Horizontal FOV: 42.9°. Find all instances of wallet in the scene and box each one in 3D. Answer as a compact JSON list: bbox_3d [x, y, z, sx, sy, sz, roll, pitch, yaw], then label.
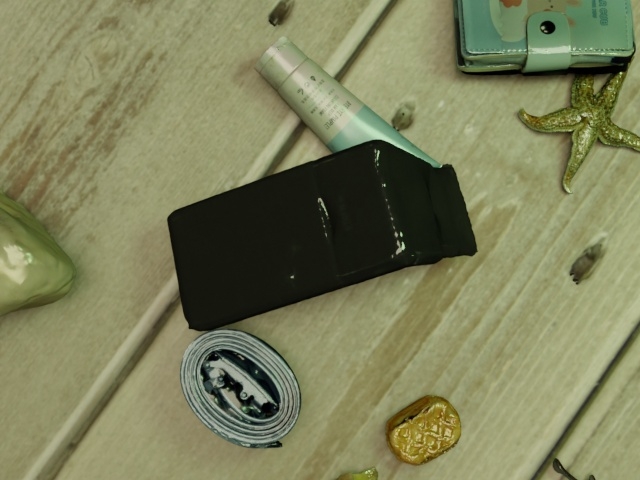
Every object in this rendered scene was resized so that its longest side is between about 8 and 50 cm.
[{"bbox_3d":[0.322,-0.324,1.184,0.250,0.075,0.176,-1,71,2],"label":"wallet"}]

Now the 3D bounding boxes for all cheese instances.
[{"bbox_3d":[-0.474,0.047,1.144,0.248,0.173,0.251,22,86,13],"label":"cheese"}]

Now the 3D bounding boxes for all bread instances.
[{"bbox_3d":[0.148,0.273,1.163,0.111,0.044,0.083,-30,86,-3],"label":"bread"}]

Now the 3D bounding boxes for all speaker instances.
[{"bbox_3d":[0.000,0.000,1.137,0.388,0.184,0.180,-18,76,20],"label":"speaker"}]

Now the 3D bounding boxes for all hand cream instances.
[{"bbox_3d":[0.040,-0.172,1.204,0.312,0.070,0.111,45,87,-3],"label":"hand cream"}]

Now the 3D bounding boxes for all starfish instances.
[{"bbox_3d":[0.402,-0.174,1.193,0.217,0.050,0.223,18,91,-4],"label":"starfish"}]

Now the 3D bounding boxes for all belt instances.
[{"bbox_3d":[-0.109,0.211,1.161,0.190,0.082,0.141,40,85,6],"label":"belt"}]

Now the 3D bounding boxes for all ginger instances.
[{"bbox_3d":[0.023,0.369,1.163,0.137,0.044,0.057,-34,103,1],"label":"ginger"}]

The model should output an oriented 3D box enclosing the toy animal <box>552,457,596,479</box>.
[{"bbox_3d":[0.399,0.395,1.132,0.202,0.070,0.105,29,68,8],"label":"toy animal"}]
